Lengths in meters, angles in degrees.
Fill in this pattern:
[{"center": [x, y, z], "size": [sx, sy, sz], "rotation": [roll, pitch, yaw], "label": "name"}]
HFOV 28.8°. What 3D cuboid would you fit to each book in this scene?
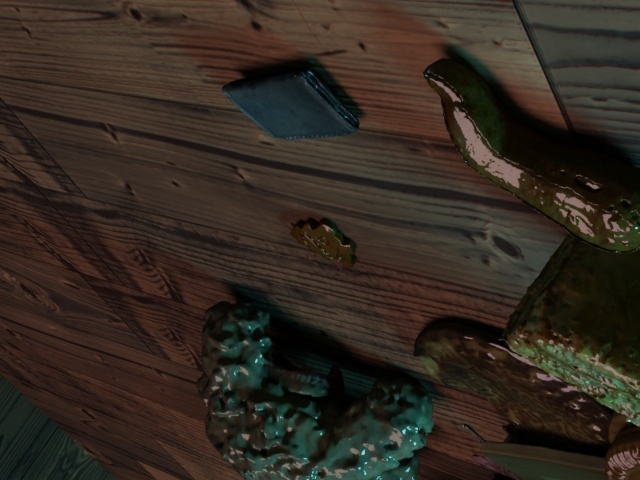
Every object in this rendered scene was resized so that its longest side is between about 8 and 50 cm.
[{"center": [0.369, 0.331, 1.538], "size": [0.310, 0.021, 0.217], "rotation": [36, 159, -28], "label": "book"}]

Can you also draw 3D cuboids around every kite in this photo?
[{"center": [0.242, 0.298, 1.711], "size": [0.152, 0.005, 0.137], "rotation": [40, 156, -15], "label": "kite"}]

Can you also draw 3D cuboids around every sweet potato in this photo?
[{"center": [0.177, -0.065, 1.007], "size": [0.233, 0.062, 0.081], "rotation": [34, 142, 6], "label": "sweet potato"}]

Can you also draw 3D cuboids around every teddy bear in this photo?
[{"center": [-0.007, 0.266, 1.784], "size": [0.357, 0.225, 0.367], "rotation": [23, 170, 18], "label": "teddy bear"}]

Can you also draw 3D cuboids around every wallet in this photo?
[{"center": [-0.026, -0.129, 1.180], "size": [0.088, 0.026, 0.129], "rotation": [42, 155, -31], "label": "wallet"}]

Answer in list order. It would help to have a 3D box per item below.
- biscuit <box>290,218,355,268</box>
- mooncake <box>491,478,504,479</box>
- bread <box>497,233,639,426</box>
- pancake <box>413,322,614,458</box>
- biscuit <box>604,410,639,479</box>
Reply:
[{"center": [0.000, 0.000, 1.419], "size": [0.092, 0.016, 0.082], "rotation": [14, 151, 34], "label": "biscuit"}, {"center": [0.284, 0.503, 1.841], "size": [0.351, 0.187, 0.351], "rotation": [26, 154, 13], "label": "mooncake"}, {"center": [0.271, 0.078, 1.070], "size": [0.196, 0.138, 0.102], "rotation": [31, 153, 6], "label": "bread"}, {"center": [0.239, 0.193, 1.475], "size": [0.288, 0.033, 0.286], "rotation": [27, 158, 16], "label": "pancake"}, {"center": [0.413, 0.250, 1.294], "size": [0.259, 0.079, 0.259], "rotation": [26, 156, 13], "label": "biscuit"}]
